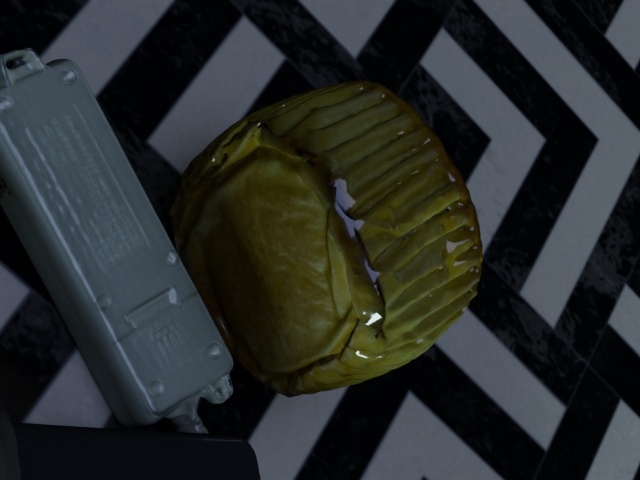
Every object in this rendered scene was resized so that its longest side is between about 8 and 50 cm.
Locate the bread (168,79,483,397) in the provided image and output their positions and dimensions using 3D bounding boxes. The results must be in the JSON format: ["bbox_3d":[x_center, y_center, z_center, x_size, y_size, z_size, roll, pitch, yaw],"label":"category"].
[{"bbox_3d":[0.000,0.000,1.057,0.142,0.253,0.227,-33,95,-33],"label":"bread"}]

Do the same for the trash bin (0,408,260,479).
[{"bbox_3d":[-0.187,0.220,0.918,0.290,0.182,0.210,6,74,-39],"label":"trash bin"}]

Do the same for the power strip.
[{"bbox_3d":[-0.169,0.011,1.054,0.098,0.058,0.338,-31,97,-37],"label":"power strip"}]
